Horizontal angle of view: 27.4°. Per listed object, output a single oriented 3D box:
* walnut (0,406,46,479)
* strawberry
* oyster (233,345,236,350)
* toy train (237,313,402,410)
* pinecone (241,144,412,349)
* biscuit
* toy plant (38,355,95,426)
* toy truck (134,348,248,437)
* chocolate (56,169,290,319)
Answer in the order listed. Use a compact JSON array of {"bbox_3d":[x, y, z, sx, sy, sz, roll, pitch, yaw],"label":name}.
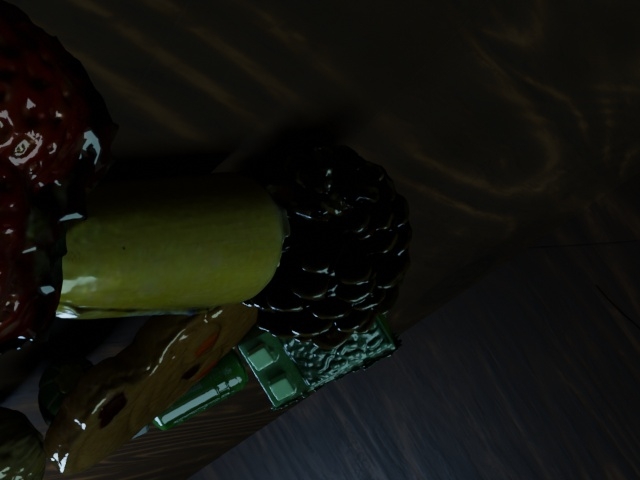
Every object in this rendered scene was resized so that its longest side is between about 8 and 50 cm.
[{"bbox_3d":[-0.476,0.317,1.844,0.184,0.155,0.155,-34,167,-12],"label":"walnut"},{"bbox_3d":[-0.291,-0.051,0.843,0.288,0.250,0.238,8,178,-37],"label":"strawberry"},{"bbox_3d":[-0.181,0.189,2.242,0.177,0.056,0.105,-34,175,-12],"label":"oyster"},{"bbox_3d":[-0.006,0.138,2.089,0.271,0.159,0.188,-27,-161,8],"label":"toy train"},{"bbox_3d":[0.007,-0.004,1.623,0.243,0.243,0.257,-19,141,-43],"label":"pinecone"},{"bbox_3d":[-0.202,0.160,1.850,0.455,0.078,0.350,-43,173,-19],"label":"biscuit"},{"bbox_3d":[-0.355,0.218,1.868,0.093,0.093,0.162,-27,166,-22],"label":"toy plant"},{"bbox_3d":[-0.242,0.232,2.095,0.242,0.125,0.101,-26,167,-13],"label":"toy truck"},{"bbox_3d":[-0.224,0.011,1.349,0.162,0.162,0.445,-40,161,30],"label":"chocolate"}]
